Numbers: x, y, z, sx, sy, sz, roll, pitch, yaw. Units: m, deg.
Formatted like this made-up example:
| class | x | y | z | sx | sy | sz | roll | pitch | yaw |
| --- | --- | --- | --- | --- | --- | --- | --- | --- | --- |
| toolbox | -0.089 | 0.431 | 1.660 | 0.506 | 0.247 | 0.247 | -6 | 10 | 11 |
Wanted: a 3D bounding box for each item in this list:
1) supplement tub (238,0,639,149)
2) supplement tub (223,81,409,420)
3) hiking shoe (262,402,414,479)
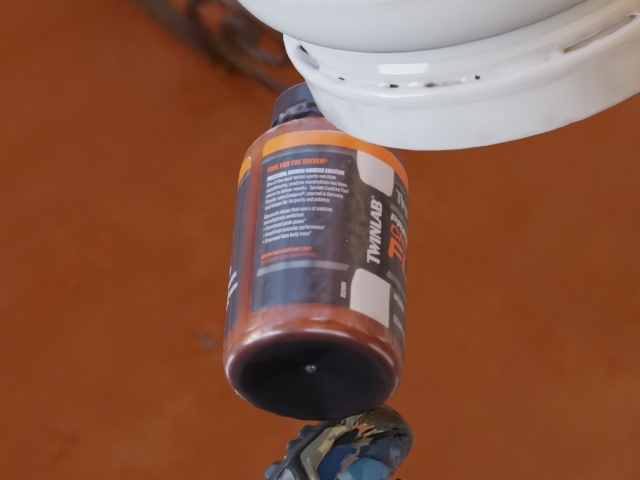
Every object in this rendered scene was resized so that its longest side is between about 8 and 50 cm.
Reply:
| class | x | y | z | sx | sy | sz | roll | pitch | yaw |
| --- | --- | --- | --- | --- | --- | --- | --- | --- | --- |
| supplement tub | 0.036 | -0.224 | 0.778 | 0.235 | 0.325 | 0.235 | -16 | 32 | 11 |
| supplement tub | 0.000 | 0.000 | 1.160 | 0.106 | 0.106 | 0.198 | -36 | 39 | 42 |
| hiking shoe | -0.003 | 0.227 | 1.141 | 0.304 | 0.132 | 0.113 | -57 | -16 | -35 |
